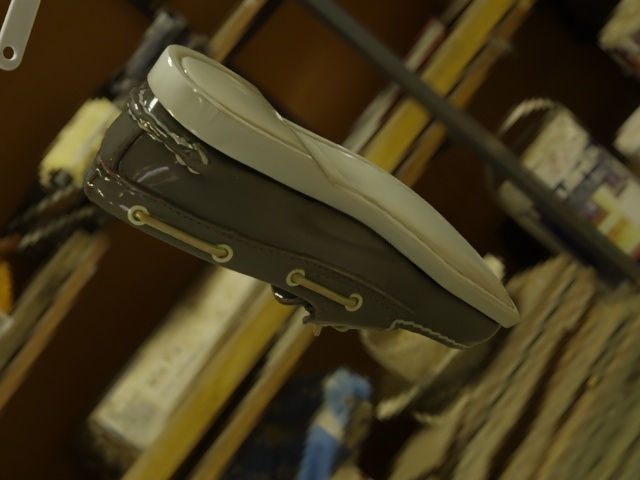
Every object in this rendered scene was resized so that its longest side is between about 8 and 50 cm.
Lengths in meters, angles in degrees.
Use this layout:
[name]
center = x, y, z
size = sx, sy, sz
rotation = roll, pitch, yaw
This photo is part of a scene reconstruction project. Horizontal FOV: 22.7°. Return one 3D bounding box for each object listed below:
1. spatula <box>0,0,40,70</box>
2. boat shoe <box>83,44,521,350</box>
[spatula]
center = -0.203, -0.236, 0.926
size = 0.019, 0.168, 0.242
rotation = 9, 79, 59
[boat shoe]
center = -0.002, -0.003, 0.914
size = 0.091, 0.305, 0.109
rotation = -48, 41, 13
